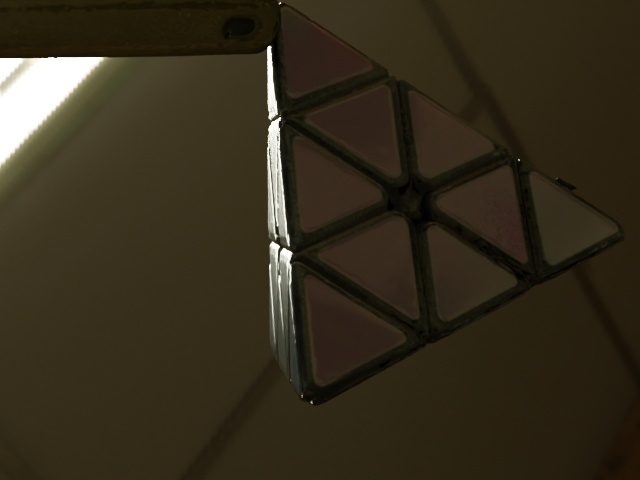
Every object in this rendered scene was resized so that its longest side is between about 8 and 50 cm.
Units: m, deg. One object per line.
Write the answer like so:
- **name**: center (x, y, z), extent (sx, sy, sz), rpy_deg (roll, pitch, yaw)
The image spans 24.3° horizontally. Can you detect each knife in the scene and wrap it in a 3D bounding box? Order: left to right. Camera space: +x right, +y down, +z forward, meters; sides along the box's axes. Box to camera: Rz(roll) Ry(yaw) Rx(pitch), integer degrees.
- **knife**: center (-0.146, -0.079, 0.496), extent (0.298, 0.017, 0.047), rpy_deg (-6, -51, -27)

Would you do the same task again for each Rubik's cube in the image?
- **Rubik's cube**: center (0.000, 0.000, 0.698), extent (0.190, 0.211, 0.178), rpy_deg (56, -153, -17)
